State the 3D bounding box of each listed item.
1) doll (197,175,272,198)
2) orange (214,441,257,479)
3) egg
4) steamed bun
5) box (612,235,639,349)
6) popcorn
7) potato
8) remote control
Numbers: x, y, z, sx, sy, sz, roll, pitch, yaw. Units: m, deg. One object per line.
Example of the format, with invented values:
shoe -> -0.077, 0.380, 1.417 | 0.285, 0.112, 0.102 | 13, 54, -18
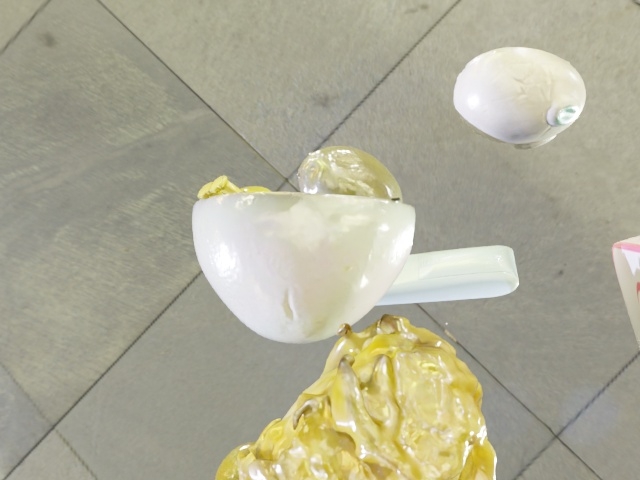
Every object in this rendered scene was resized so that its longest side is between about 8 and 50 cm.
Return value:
doll -> -0.139, -0.039, 1.719 | 0.200, 0.363, 0.145 | -15, 46, 47
orange -> -0.079, 0.278, 0.791 | 0.085, 0.085, 0.095 | 6, 46, 11
egg -> -0.039, 0.034, 0.770 | 0.271, 0.206, 0.161 | -2, 85, 37
steamed bun -> 0.348, -0.236, 1.182 | 0.228, 0.177, 0.130 | 6, 66, -17
box -> 0.429, 0.107, 0.498 | 0.315, 0.312, 0.299 | -16, 88, 13
popcorn -> 0.044, 0.188, 0.624 | 0.250, 0.250, 0.190 | -38, 104, 4
potato -> 0.059, -0.084, 1.278 | 0.160, 0.235, 0.178 | -53, 34, 15
remote control -> 0.168, 0.054, 1.118 | 0.294, 0.051, 0.103 | -7, 37, 12
